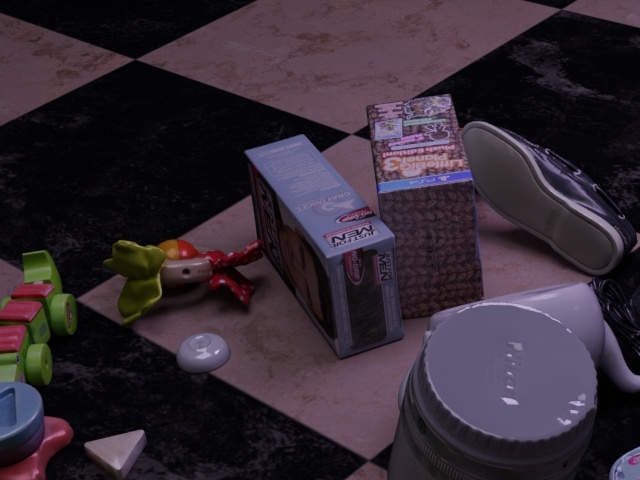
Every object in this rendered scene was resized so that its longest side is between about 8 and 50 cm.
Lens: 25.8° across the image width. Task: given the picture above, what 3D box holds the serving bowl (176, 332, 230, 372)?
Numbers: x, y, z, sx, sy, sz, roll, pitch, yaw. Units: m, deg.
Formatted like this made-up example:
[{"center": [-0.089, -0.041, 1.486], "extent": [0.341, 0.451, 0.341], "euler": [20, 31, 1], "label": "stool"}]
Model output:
[{"center": [-0.179, 0.165, 2.113], "extent": [0.083, 0.027, 0.083], "euler": [-6, 33, 4], "label": "serving bowl"}]

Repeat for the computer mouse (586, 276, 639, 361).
[{"center": [0.496, 0.093, 1.994], "extent": [0.272, 0.072, 0.188], "euler": [-30, 73, -38], "label": "computer mouse"}]

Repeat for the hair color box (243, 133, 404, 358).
[{"center": [0.000, 0.000, 2.185], "extent": [0.113, 0.185, 0.374], "euler": [-17, 33, -15], "label": "hair color box"}]

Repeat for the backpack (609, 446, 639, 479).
[{"center": [0.463, 0.302, 1.604], "extent": [0.253, 0.191, 0.225], "euler": [-18, 35, -8], "label": "backpack"}]

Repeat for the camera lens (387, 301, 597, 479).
[{"center": [0.199, 0.233, 1.651], "extent": [0.219, 0.274, 0.219], "euler": [3, 48, -4], "label": "camera lens"}]

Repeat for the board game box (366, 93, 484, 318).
[{"center": [0.162, -0.058, 2.197], "extent": [0.141, 0.232, 0.291], "euler": [-8, 31, 2], "label": "board game box"}]

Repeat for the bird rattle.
[{"center": [-0.221, 0.034, 2.250], "extent": [0.253, 0.143, 0.207], "euler": [-14, 16, -14], "label": "bird rattle"}]

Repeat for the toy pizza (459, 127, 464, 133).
[{"center": [0.238, -0.155, 2.398], "extent": [0.201, 0.201, 0.032], "euler": [-7, 73, 2], "label": "toy pizza"}]

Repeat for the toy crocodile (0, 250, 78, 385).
[{"center": [-0.460, 0.140, 2.145], "extent": [0.115, 0.105, 0.340], "euler": [-2, 33, 10], "label": "toy crocodile"}]

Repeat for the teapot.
[{"center": [0.266, 0.167, 1.871], "extent": [0.256, 0.187, 0.252], "euler": [-13, -2, 34], "label": "teapot"}]

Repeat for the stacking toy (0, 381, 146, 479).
[{"center": [-0.393, 0.296, 1.857], "extent": [0.279, 0.130, 0.309], "euler": [-2, 33, 10], "label": "stacking toy"}]

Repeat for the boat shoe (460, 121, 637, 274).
[{"center": [0.370, -0.082, 2.239], "extent": [0.340, 0.127, 0.113], "euler": [39, 40, 28], "label": "boat shoe"}]
